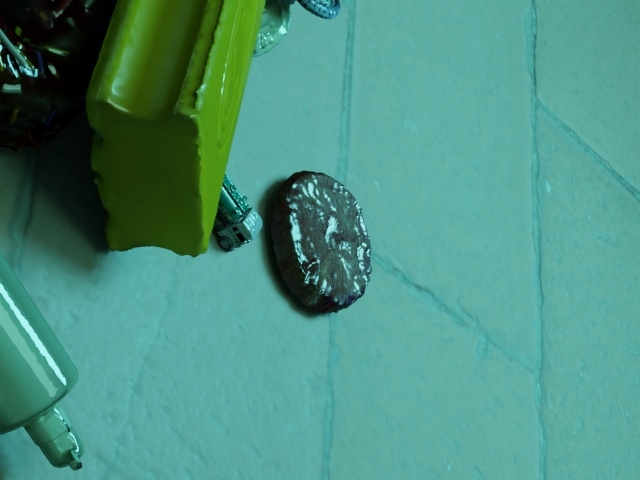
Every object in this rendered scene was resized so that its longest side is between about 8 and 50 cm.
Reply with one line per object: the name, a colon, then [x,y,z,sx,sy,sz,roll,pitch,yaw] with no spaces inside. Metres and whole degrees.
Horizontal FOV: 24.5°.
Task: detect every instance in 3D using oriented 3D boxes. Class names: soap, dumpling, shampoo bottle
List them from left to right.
shampoo bottle: [-0.252,0.056,1.077,0.262,0.085,0.085,60,36,-15]
soap: [-0.116,-0.164,1.277,0.204,0.096,0.324,95,5,-53]
dumpling: [-0.066,-0.221,1.498,0.057,0.052,0.076,58,31,5]

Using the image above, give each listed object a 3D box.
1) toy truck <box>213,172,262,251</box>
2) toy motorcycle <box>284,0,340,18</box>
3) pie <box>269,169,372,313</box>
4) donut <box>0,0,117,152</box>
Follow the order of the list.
toy truck: [-0.089,-0.032,1.384,0.083,0.044,0.039,55,40,-21]
toy motorcycle: [-0.081,-0.316,1.475,0.254,0.092,0.135,52,30,9]
pie: [0.000,0.000,1.496,0.154,0.036,0.154,28,52,-44]
donut: [-0.247,-0.189,1.194,0.216,0.096,0.230,16,61,-50]
